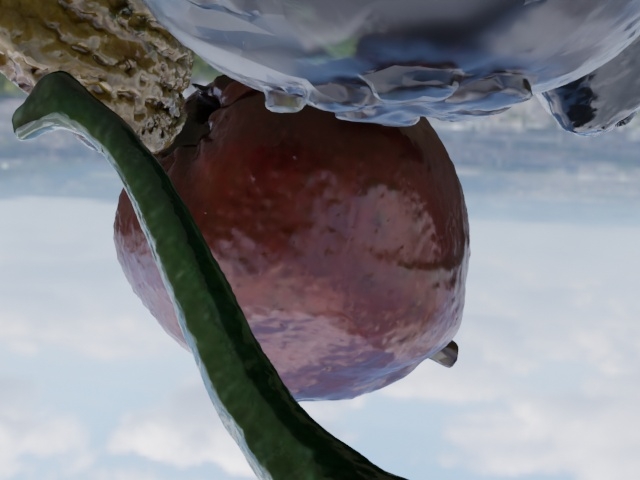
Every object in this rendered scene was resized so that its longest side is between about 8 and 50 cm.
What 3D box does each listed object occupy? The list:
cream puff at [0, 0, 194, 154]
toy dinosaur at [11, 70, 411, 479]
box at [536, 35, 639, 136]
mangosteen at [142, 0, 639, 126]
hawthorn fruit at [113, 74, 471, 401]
[{"bbox_3d":[-0.113,-0.152,0.790,0.183,0.169,0.183,40,179,1],"label":"cream puff"},{"bbox_3d":[0.058,0.091,0.513,0.447,0.300,0.087,5,166,21],"label":"toy dinosaur"},{"bbox_3d":[0.254,-0.270,1.023,0.359,0.350,0.091,51,-177,-46],"label":"box"},{"bbox_3d":[0.022,-0.183,0.531,0.231,0.289,0.231,-15,174,-2],"label":"mangosteen"},{"bbox_3d":[0.000,0.000,1.131,0.307,0.265,0.265,38,164,-28],"label":"hawthorn fruit"}]
